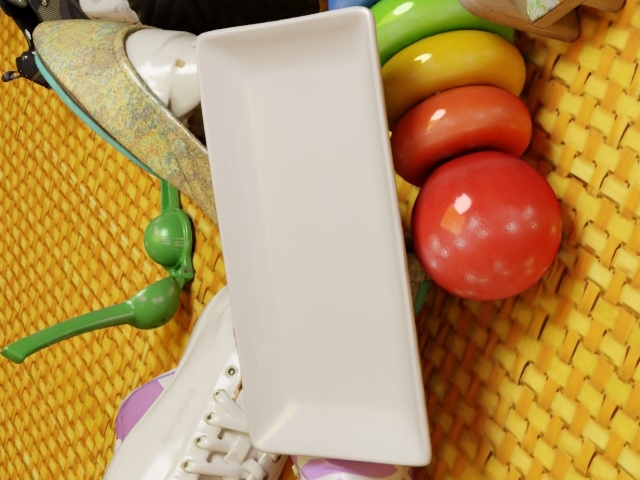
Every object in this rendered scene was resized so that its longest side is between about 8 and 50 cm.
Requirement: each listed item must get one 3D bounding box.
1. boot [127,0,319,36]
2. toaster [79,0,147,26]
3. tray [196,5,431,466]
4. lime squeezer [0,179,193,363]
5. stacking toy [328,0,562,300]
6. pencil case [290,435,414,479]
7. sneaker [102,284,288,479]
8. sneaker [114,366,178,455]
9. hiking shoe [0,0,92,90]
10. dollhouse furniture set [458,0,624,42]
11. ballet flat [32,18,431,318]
[{"bbox_3d":[-0.099,-0.314,0.999,0.131,0.348,0.260,-12,61,15],"label":"boot"},{"bbox_3d":[-0.104,-0.240,1.152,0.129,0.146,0.227,13,93,58],"label":"toaster"},{"bbox_3d":[0.000,0.000,0.866,0.145,0.030,0.270,-2,99,42],"label":"tray"},{"bbox_3d":[-0.160,0.010,1.231,0.059,0.110,0.310,116,178,-52],"label":"lime squeezer"},{"bbox_3d":[0.071,-0.120,0.880,0.141,0.141,0.330,-40,55,45],"label":"stacking toy"},{"bbox_3d":[0.018,0.220,0.906,0.088,0.086,0.206,-7,72,21],"label":"pencil case"},{"bbox_3d":[-0.067,0.130,0.969,0.123,0.106,0.290,-37,30,51],"label":"sneaker"},{"bbox_3d":[-0.143,0.225,1.156,0.282,0.102,0.161,-54,37,20],"label":"sneaker"},{"bbox_3d":[-0.265,-0.261,1.433,0.086,0.114,0.227,-17,69,54],"label":"hiking shoe"},{"bbox_3d":[0.133,-0.269,0.781,0.212,0.161,0.242,-33,56,49],"label":"dollhouse furniture set"},{"bbox_3d":[-0.054,-0.066,0.974,0.348,0.123,0.123,45,125,16],"label":"ballet flat"}]
